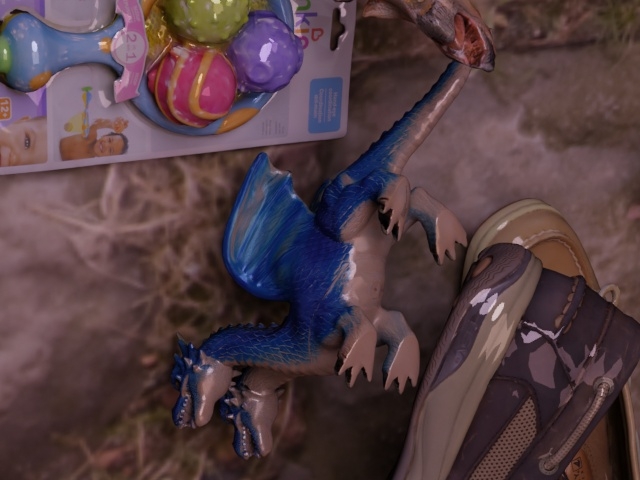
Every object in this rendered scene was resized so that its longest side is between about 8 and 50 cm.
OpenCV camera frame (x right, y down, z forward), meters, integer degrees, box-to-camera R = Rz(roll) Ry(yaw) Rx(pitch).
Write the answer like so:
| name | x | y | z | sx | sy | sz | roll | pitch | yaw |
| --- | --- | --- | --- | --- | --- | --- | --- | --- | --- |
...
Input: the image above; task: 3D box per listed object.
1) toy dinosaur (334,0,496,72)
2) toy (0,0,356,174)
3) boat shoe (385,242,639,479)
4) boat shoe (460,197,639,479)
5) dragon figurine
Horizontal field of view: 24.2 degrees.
| name | x | y | z | sx | sy | sz | roll | pitch | yaw |
| --- | --- | --- | --- | --- | --- | --- | --- | --- | --- |
| toy dinosaur | 0.019 | -0.239 | 0.773 | 0.200 | 0.127 | 0.296 | 25 | 68 | -45 |
| toy | -0.074 | -0.105 | 0.817 | 0.237 | 0.056 | 0.137 | -7 | 114 | -26 |
| boat shoe | 0.099 | 0.175 | 0.929 | 0.130 | 0.132 | 0.355 | 22 | 122 | 8 |
| boat shoe | 0.172 | 0.103 | 1.015 | 0.104 | 0.089 | 0.285 | -28 | 120 | -15 |
| dragon figurine | 0.000 | 0.000 | 0.869 | 0.085 | 0.144 | 0.289 | 11 | 96 | -51 |
